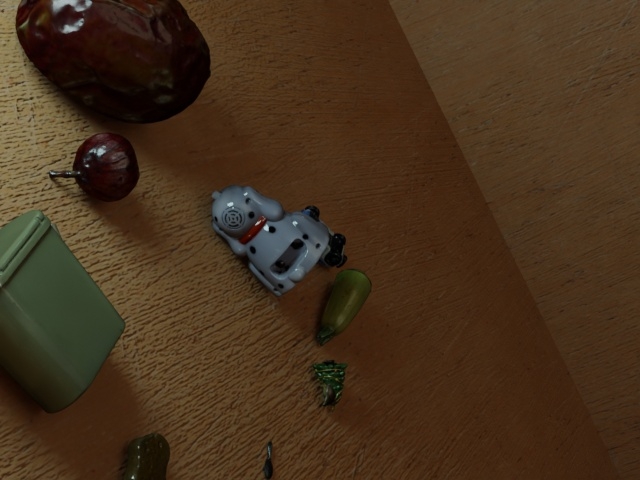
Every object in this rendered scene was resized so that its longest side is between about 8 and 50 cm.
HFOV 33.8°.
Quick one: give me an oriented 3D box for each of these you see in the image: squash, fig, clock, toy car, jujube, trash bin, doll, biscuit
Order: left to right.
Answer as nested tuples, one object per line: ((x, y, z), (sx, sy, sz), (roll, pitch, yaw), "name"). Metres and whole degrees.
((-0.443, 0.112, 1.663), (0.247, 0.121, 0.243), (55, 30, -21), "trash bin")
((-0.402, -0.142, 1.919), (0.150, 0.128, 0.128), (30, 44, -37), "fig")
((-0.383, -0.375, 2.003), (0.377, 0.276, 0.276), (23, 48, -34), "jujube")
((-0.281, 0.467, 1.720), (0.183, 0.047, 0.320), (31, 44, -52), "biscuit")
((-0.131, -0.025, 2.245), (0.254, 0.189, 0.189), (39, 36, -13), "clock")
((0.000, 0.000, 2.501), (0.171, 0.070, 0.080), (47, 34, -26), "toy car")
((0.035, 0.315, 2.314), (0.078, 0.076, 0.113), (5, 64, -67), "doll")
((0.042, 0.166, 2.450), (0.094, 0.094, 0.224), (53, 39, -19), "squash")

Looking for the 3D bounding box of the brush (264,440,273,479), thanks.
((-0.101, 0.432, 2.075), (0.024, 0.008, 0.083), (37, 40, -35), "brush")

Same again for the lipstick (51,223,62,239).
((-0.449, 0.017, 1.821), (0.019, 0.019, 0.094), (-15, 82, -60), "lipstick")
